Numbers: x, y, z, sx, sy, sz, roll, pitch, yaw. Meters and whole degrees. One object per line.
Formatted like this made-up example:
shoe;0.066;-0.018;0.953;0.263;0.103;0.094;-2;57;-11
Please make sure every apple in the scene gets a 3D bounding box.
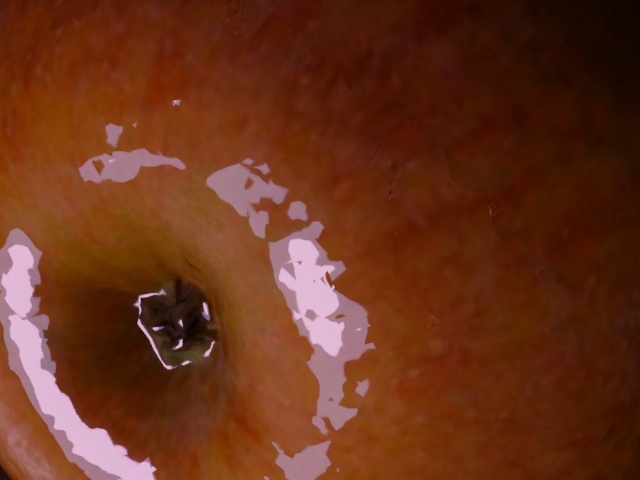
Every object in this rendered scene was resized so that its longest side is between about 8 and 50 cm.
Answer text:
apple;0.000;0.000;0.822;0.400;0.333;0.400;24;138;23
